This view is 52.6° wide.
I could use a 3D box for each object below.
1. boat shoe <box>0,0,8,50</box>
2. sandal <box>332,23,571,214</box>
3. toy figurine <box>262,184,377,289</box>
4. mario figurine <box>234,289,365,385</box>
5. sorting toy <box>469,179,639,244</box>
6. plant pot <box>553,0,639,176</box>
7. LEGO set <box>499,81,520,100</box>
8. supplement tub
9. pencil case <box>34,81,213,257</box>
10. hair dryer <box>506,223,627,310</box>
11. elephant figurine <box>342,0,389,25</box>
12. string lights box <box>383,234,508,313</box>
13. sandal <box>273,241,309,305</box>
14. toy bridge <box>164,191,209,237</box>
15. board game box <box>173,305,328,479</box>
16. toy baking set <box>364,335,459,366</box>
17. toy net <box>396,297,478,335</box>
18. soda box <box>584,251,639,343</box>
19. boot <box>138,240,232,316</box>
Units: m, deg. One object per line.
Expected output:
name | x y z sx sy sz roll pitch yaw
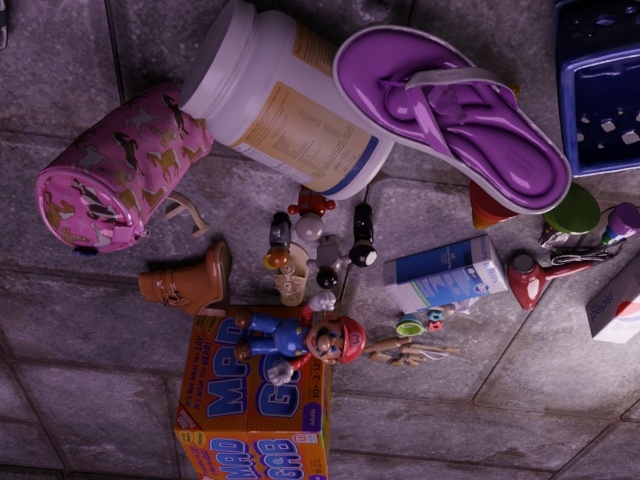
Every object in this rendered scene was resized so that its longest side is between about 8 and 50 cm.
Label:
boat shoe | -0.528 -0.413 0.989 0.114 0.091 0.302 51 138 13
sandal | 0.214 -0.189 0.958 0.416 0.170 0.102 30 180 -9
toy figurine | 0.000 0.000 1.397 0.213 0.148 0.209 26 136 -25
mario figurine | -0.052 0.233 1.560 0.320 0.170 0.198 1 128 9
sorting toy | 0.463 -0.043 1.332 0.365 0.127 0.126 10 146 -5
plant pot | 0.474 -0.264 0.986 0.235 0.212 0.236 -9 139 16
LEGO set | 0.327 -0.219 1.147 0.227 0.087 0.093 26 151 -24
supplement tub | -0.048 -0.228 1.061 0.316 0.229 0.228 26 136 -24
pencil case | -0.304 -0.135 1.079 0.159 0.386 0.167 -6 122 17
hair dryer | 0.544 0.079 1.502 0.223 0.080 0.294 16 139 -16
elephant figurine | 0.125 -0.419 0.898 0.239 0.186 0.170 -23 101 15
string lights box | 0.294 0.086 1.533 0.259 0.077 0.133 -17 137 23
sandal | -0.072 0.108 1.589 0.088 0.079 0.240 4 140 1
toy bridge | -0.318 -0.071 1.434 0.063 0.026 0.188 -28 131 31
board game box | -0.157 0.423 1.760 0.355 0.357 0.357 0 140 4
toy baking set | 0.255 0.312 1.846 0.196 0.030 0.256 25 145 -35
toy net | 0.316 0.205 1.701 0.232 0.045 0.122 -25 132 30
soda box | 0.748 0.132 1.536 0.091 0.098 0.286 10 141 -7
boot | -0.332 0.088 1.585 0.220 0.109 0.283 10 148 -1
